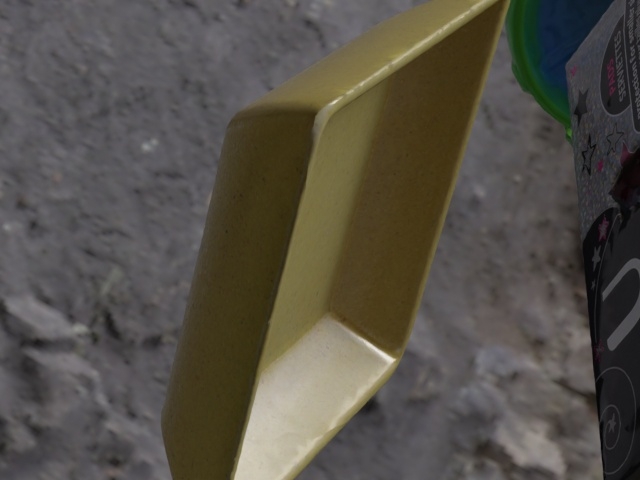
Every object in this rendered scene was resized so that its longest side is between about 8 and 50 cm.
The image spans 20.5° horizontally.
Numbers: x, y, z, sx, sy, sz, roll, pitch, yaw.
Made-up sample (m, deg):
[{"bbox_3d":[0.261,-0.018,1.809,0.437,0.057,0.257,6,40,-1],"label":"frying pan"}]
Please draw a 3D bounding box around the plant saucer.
[{"bbox_3d":[0.000,0.000,1.200,0.333,0.081,0.332,-39,148,-58],"label":"plant saucer"}]

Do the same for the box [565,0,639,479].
[{"bbox_3d":[0.213,-0.009,0.789,0.163,0.247,0.142,13,142,-17],"label":"box"}]

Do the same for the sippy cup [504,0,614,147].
[{"bbox_3d":[0.247,-0.229,1.456,0.240,0.224,0.305,30,112,-22],"label":"sippy cup"}]
